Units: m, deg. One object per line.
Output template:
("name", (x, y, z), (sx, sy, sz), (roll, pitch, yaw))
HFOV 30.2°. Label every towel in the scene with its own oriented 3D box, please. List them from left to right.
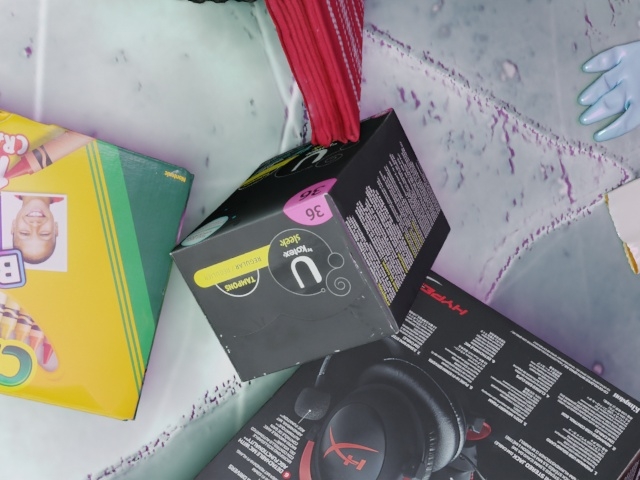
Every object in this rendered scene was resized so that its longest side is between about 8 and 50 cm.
("towel", (-0.003, -0.220, 0.752), (0.199, 0.031, 0.275), (69, 21, -55))

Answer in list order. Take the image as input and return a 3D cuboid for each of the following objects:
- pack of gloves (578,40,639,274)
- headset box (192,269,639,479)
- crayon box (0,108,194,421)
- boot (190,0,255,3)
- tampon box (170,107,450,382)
("pack of gloves", (0.340, -0.108, 1.078), (0.232, 0.046, 0.195), (-31, 105, -28))
("headset box", (0.052, 0.184, 0.793), (0.293, 0.218, 0.110), (-46, 153, -24))
("crayon box", (-0.230, -0.001, 0.711), (0.278, 0.081, 0.165), (17, 80, -30))
("boot", (-0.107, -0.298, 0.694), (0.348, 0.131, 0.260), (13, 79, -63))
("tampon box", (0.000, 0.000, 0.789), (0.101, 0.120, 0.161), (62, 27, -14))
